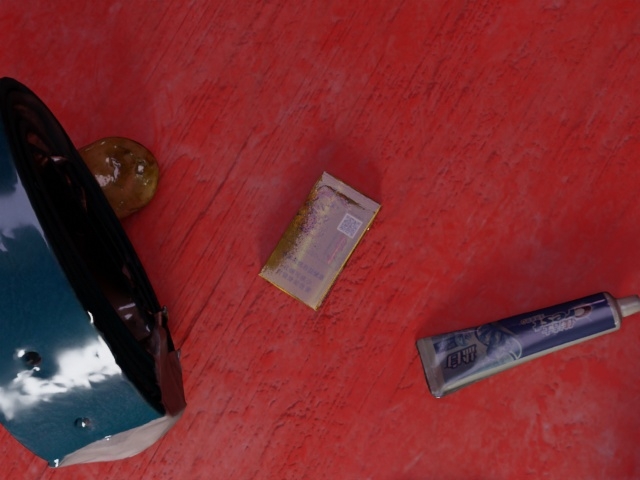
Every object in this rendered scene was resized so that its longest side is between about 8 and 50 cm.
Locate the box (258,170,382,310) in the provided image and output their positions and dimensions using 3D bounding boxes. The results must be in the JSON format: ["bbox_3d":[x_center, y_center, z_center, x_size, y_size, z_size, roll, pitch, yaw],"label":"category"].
[{"bbox_3d":[0.000,0.000,1.161,0.089,0.022,0.156,30,86,8],"label":"box"}]

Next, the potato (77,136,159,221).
[{"bbox_3d":[-0.284,-0.067,1.174,0.170,0.080,0.107,-21,76,5],"label":"potato"}]

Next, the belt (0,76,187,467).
[{"bbox_3d":[-0.296,0.048,1.009,0.173,0.300,0.436,-26,119,4],"label":"belt"}]

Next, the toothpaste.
[{"bbox_3d":[0.249,0.113,1.109,0.268,0.047,0.069,-19,93,7],"label":"toothpaste"}]
